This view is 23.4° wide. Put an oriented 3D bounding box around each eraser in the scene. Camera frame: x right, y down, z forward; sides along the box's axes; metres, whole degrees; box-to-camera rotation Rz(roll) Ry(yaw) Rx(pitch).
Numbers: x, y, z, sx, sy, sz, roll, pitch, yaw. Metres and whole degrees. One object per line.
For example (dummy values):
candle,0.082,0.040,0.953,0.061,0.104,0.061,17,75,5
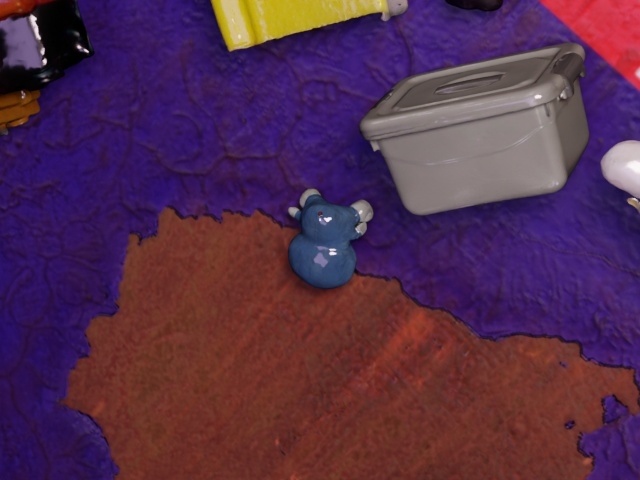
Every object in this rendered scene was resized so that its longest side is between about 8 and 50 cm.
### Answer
eraser,-0.030,-0.278,1.270,0.158,0.069,0.226,-9,100,28

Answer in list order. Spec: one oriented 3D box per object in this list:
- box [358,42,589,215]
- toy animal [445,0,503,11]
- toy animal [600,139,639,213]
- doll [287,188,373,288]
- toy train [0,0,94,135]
box,0.131,-0.085,1.228,0.172,0.124,0.093,-9,111,28
toy animal,0.123,-0.299,1.111,0.195,0.090,0.324,22,151,1
toy animal,0.348,-0.071,1.065,0.249,0.174,0.289,64,149,9
doll,0.000,0.000,1.350,0.076,0.050,0.083,18,113,24
toy train,-0.329,-0.273,1.366,0.232,0.163,0.369,-18,97,19
